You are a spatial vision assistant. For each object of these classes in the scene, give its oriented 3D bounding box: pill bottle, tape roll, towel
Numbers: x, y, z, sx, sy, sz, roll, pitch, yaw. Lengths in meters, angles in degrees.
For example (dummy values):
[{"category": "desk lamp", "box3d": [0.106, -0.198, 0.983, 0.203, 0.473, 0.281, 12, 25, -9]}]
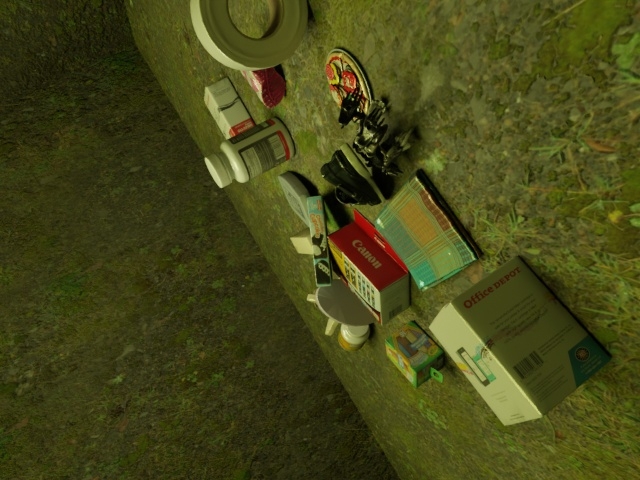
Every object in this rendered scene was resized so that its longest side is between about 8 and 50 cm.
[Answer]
[{"category": "pill bottle", "box3d": [-0.275, -0.333, 1.895, 0.176, 0.318, 0.176, 53, 163, 24]}, {"category": "tape roll", "box3d": [-0.177, -0.579, 1.233, 0.100, 0.286, 0.286, 30, 147, 61]}, {"category": "towel", "box3d": [0.274, -0.010, 1.342, 0.272, 0.040, 0.370, 56, 163, 9]}, {"category": "pill bottle", "box3d": [0.158, 0.427, 2.287, 0.136, 0.136, 0.246, 53, 163, 18]}]

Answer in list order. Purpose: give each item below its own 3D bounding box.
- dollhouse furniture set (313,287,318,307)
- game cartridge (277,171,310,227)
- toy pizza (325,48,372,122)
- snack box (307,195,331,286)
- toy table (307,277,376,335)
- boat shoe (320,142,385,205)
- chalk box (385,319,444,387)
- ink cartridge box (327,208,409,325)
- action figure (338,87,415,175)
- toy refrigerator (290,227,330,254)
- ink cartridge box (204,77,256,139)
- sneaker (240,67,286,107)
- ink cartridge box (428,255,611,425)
[{"category": "dollhouse furniture set", "box3d": [0.044, 0.285, 2.396, 0.151, 0.123, 0.144, 40, 156, 48]}, {"category": "game cartridge", "box3d": [-0.093, -0.178, 2.051, 0.297, 0.062, 0.198, 48, 159, 58]}, {"category": "toy pizza", "box3d": [0.066, -0.397, 1.279, 0.201, 0.032, 0.201, 52, 162, 24]}, {"category": "snack box", "box3d": [0.000, 0.000, 1.827, 0.187, 0.060, 0.323, -42, -54, -87]}, {"category": "toy table", "box3d": [0.089, 0.262, 1.999, 0.274, 0.252, 0.161, 30, 160, -11]}, {"category": "boat shoe", "box3d": [0.087, -0.149, 1.321, 0.127, 0.113, 0.340, 57, -171, 15]}, {"category": "chalk box", "box3d": [0.345, 0.417, 1.721, 0.213, 0.132, 0.133, 46, 160, 38]}, {"category": "ink cartridge box", "box3d": [0.161, 0.087, 1.686, 0.309, 0.130, 0.272, 47, 159, 38]}, {"category": "action figure", "box3d": [0.140, -0.247, 1.155, 0.164, 0.141, 0.275, 44, -174, 21]}, {"category": "toy refrigerator", "box3d": [-0.039, 0.003, 2.183, 0.094, 0.102, 0.269, 61, 163, -9]}, {"category": "ink cartridge box", "box3d": [-0.414, -0.574, 2.245, 0.273, 0.114, 0.197, 59, 165, -3]}, {"category": "sneaker", "box3d": [-0.200, -0.556, 1.626, 0.111, 0.103, 0.252, 44, 167, 37]}, {"category": "ink cartridge box", "box3d": [0.409, 0.217, 1.055, 0.270, 0.198, 0.197, 54, 164, 20]}]
